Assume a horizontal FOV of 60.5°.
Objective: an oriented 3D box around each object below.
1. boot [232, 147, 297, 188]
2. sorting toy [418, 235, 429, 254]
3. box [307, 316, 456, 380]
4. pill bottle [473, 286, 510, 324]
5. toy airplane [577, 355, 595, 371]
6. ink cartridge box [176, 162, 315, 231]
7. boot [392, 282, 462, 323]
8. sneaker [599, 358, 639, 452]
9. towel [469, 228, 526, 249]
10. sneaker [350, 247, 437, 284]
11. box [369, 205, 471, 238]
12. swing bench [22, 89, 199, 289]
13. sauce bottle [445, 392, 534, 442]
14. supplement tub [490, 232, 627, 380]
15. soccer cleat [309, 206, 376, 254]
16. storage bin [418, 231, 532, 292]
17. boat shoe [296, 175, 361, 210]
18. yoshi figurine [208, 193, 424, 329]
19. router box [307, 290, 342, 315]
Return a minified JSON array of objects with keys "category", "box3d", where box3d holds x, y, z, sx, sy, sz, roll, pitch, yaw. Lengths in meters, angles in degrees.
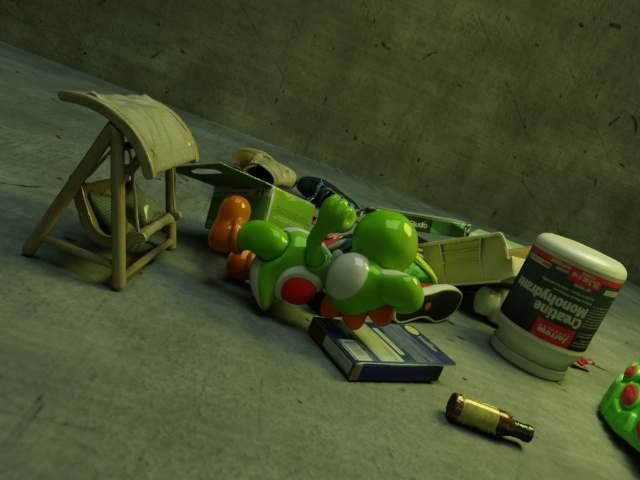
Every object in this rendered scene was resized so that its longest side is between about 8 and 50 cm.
[{"category":"boot","box3d":[-0.229,-0.253,1.917,0.262,0.095,0.203,30,17,15]},{"category":"sorting toy","box3d":[0.261,-0.001,1.835,0.208,0.038,0.193,3,23,-42]},{"category":"box","box3d":[0.105,0.180,0.908,0.225,0.036,0.136,9,19,-34]},{"category":"pill bottle","box3d":[0.474,0.173,1.371,0.170,0.094,0.094,19,14,-11]},{"category":"toy airplane","box3d":[0.606,0.265,1.330,0.151,0.028,0.151,43,6,-6]},{"category":"ink cartridge box","box3d":[-0.168,-0.066,1.095,0.189,0.096,0.255,4,-11,42]},{"category":"boot","box3d":[0.188,0.106,1.222,0.244,0.088,0.176,5,20,-41]},{"category":"sneaker","box3d":[0.632,0.337,0.927,0.202,0.185,0.483,41,18,1]},{"category":"towel","box3d":[0.537,0.061,1.770,0.248,0.038,0.325,26,34,32]},{"category":"sneaker","box3d":[0.176,0.057,1.326,0.296,0.123,0.109,35,16,-37]},{"category":"box","box3d":[0.329,-0.066,1.892,0.322,0.058,0.232,8,6,-1]},{"category":"swing bench","box3d":[-0.307,-0.096,0.874,0.165,0.254,0.253,21,14,-3]},{"category":"sauce bottle","box3d":[0.250,0.264,0.808,0.128,0.042,0.042,22,14,0]},{"category":"supplement tub","box3d":[0.499,0.138,1.171,0.191,0.272,0.191,20,14,-5]},{"category":"soccer cleat","box3d":[0.000,0.000,1.324,0.332,0.143,0.116,-4,58,-20]},{"category":"storage bin","box3d":[0.444,0.065,1.445,0.262,0.123,0.260,10,-14,-43]},{"category":"boat shoe","box3d":[0.023,-0.155,1.903,0.258,0.109,0.089,25,18,20]},{"category":"yoshi figurine","box3d":[0.011,0.011,0.928,0.362,0.202,0.203,15,18,22]},{"category":"router box","box3d":[0.004,0.087,1.090,0.133,0.046,0.179,8,19,-43]}]
